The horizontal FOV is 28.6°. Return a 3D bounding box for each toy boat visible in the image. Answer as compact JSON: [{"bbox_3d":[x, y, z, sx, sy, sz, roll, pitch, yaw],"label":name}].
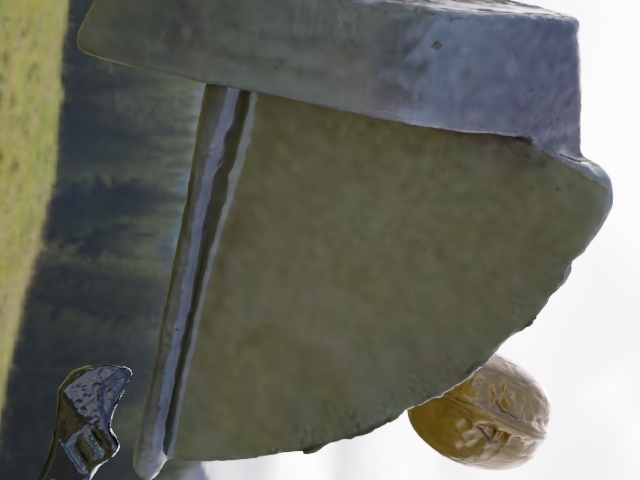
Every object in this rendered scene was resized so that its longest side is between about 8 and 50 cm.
[{"bbox_3d":[0.017,-0.026,0.684,0.111,0.276,0.293,-80,164,-71],"label":"toy boat"}]

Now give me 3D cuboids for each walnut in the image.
[{"bbox_3d":[0.216,0.227,1.691,0.159,0.206,0.159,-62,-168,23],"label":"walnut"}]

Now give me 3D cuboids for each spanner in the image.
[{"bbox_3d":[-0.158,0.155,0.658,0.208,0.046,0.012,-60,-167,-14],"label":"spanner"}]
